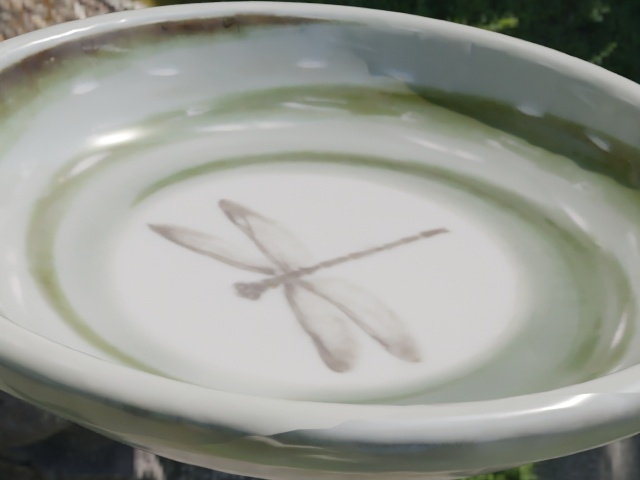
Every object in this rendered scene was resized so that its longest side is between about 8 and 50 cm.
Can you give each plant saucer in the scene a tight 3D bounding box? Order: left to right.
[{"bbox_3d":[0.000,0.000,0.569,0.400,0.400,0.100,-61,159,-58],"label":"plant saucer"}]
